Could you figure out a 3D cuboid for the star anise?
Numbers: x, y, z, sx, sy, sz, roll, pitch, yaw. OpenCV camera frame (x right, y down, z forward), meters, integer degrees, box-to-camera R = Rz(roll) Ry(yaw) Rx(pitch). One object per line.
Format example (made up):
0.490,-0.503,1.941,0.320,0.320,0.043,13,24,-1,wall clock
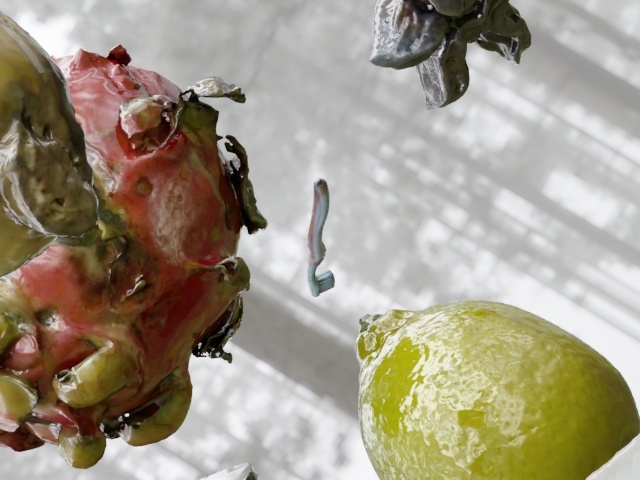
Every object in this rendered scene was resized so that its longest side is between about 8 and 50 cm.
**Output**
0.125,-0.237,1.524,0.212,0.129,0.283,-8,-58,-55,star anise

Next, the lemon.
0.122,0.135,1.308,0.184,0.248,0.184,-43,-29,-31,lemon

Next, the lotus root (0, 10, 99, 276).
-0.215,-0.069,0.811,0.131,0.303,0.146,-30,-43,-34,lotus root

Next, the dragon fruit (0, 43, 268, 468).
-0.173,0.022,1.337,0.250,0.269,0.291,75,-162,-57,dragon fruit

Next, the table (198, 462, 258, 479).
-0.127,0.391,1.478,0.317,0.249,0.317,-36,9,7,table

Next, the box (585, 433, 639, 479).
0.131,0.113,0.393,0.099,0.182,0.133,-15,-21,-29,box

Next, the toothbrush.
0.000,0.000,1.129,0.019,0.013,0.193,-20,-19,-7,toothbrush
